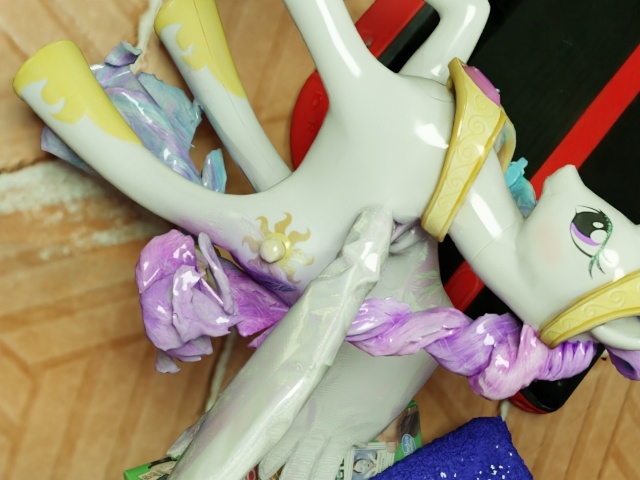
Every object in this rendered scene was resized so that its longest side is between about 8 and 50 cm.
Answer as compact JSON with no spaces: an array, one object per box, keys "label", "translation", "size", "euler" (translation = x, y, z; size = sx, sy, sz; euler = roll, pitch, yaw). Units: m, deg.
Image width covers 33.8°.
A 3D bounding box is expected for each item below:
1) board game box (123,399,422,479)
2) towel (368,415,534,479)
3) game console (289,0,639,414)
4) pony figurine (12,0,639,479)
[{"label":"board game box","translation":[-0.011,0.288,0.776],"size":[0.213,0.046,0.317],"euler":[-13,105,-23]},{"label":"towel","translation":[0.051,0.286,0.708],"size":[0.308,0.076,0.227],"euler":[-29,94,-20]},{"label":"game console","translation":[0.189,-0.103,0.807],"size":[0.386,0.060,0.342],"euler":[-50,121,-9]},{"label":"pony figurine","translation":[0.000,0.000,0.579],"size":[0.351,0.303,0.363],"euler":[-45,77,18]}]
